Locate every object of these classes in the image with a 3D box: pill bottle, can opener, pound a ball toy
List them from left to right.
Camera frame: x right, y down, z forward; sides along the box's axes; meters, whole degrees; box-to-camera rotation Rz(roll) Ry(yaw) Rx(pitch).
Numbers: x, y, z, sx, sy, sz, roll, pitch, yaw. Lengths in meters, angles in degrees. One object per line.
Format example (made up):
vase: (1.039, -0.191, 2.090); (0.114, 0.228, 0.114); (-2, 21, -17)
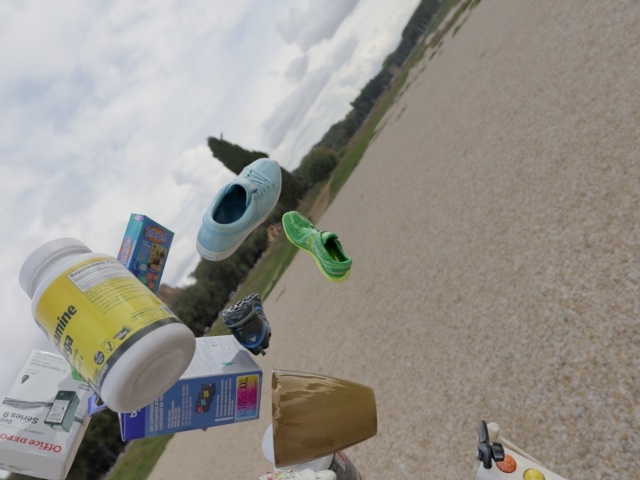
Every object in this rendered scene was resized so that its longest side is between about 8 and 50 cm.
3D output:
pill bottle: (-0.408, 0.144, 0.984); (0.188, 0.334, 0.188); (-43, -24, -24)
pill bottle: (-0.021, 0.722, 1.671); (0.210, 0.363, 0.210); (-22, 31, 14)
can opener: (0.453, 0.558, 1.437); (0.186, 0.073, 0.059); (-48, -38, -78)
pound a ball toy: (0.582, 0.650, 1.475); (0.208, 0.319, 0.136); (-39, -40, -40)

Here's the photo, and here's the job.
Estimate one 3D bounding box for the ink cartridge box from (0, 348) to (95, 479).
ink cartridge box: (-0.733, 0.464, 1.413); (0.289, 0.211, 0.121); (-87, 18, -48)

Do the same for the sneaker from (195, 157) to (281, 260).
sneaker: (-0.185, -0.111, 1.343); (0.366, 0.135, 0.150); (-64, 4, -39)

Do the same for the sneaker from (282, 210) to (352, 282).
sneaker: (0.000, 0.000, 1.693); (0.109, 0.295, 0.123); (-30, -22, -45)

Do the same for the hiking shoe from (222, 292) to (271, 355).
hiking shoe: (-0.193, 0.227, 1.411); (0.113, 0.132, 0.304); (-29, 4, 0)

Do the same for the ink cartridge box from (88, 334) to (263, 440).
ink cartridge box: (-0.379, 0.364, 1.345); (0.270, 0.395, 0.151); (-158, 71, -64)

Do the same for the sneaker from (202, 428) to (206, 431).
sneaker: (-0.337, 0.564, 1.651); (0.042, 0.118, 0.067); (-57, 37, 41)

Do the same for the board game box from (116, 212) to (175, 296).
board game box: (-0.470, 0.052, 1.389); (0.160, 0.047, 0.210); (52, -131, -68)

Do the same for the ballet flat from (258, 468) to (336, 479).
ballet flat: (0.024, 0.395, 0.786); (0.077, 0.241, 0.091); (-58, -12, -23)

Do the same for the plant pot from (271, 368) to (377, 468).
plant pot: (0.009, 0.437, 1.319); (0.237, 0.254, 0.237); (177, 90, -88)
